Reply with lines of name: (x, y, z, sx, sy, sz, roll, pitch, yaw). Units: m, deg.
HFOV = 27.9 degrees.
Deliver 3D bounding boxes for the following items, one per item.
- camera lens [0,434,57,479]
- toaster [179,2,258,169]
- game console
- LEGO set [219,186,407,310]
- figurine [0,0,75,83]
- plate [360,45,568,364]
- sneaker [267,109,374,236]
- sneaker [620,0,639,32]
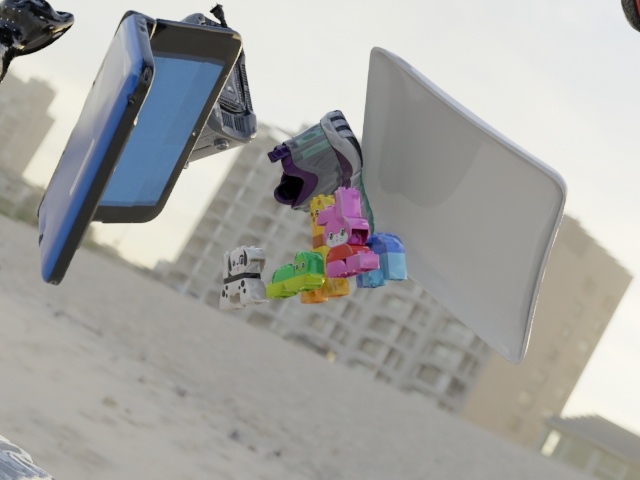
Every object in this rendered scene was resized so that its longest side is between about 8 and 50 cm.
camera lens: (-0.322, 0.187, 0.821, 0.274, 0.219, 0.219, 20, -11, 23)
toaster: (-0.188, -0.217, 1.831, 0.146, 0.227, 0.129, -22, -22, 29)
game console: (-0.203, -0.102, 1.514, 0.173, 0.293, 0.250, 18, 25, -22)
LEGO set: (0.000, 0.000, 1.128, 0.087, 0.093, 0.227, 4, -13, -34)
figurine: (-0.373, -0.199, 1.227, 0.215, 0.209, 0.092, 22, -49, 12)
plate: (0.148, -0.040, 1.380, 0.278, 0.045, 0.277, 42, -34, 30)
sneaker: (-0.004, -0.053, 1.401, 0.223, 0.098, 0.083, 76, -11, -55)
sneaker: (0.431, -0.255, 1.228, 0.136, 0.115, 0.314, -2, -6, -38)
